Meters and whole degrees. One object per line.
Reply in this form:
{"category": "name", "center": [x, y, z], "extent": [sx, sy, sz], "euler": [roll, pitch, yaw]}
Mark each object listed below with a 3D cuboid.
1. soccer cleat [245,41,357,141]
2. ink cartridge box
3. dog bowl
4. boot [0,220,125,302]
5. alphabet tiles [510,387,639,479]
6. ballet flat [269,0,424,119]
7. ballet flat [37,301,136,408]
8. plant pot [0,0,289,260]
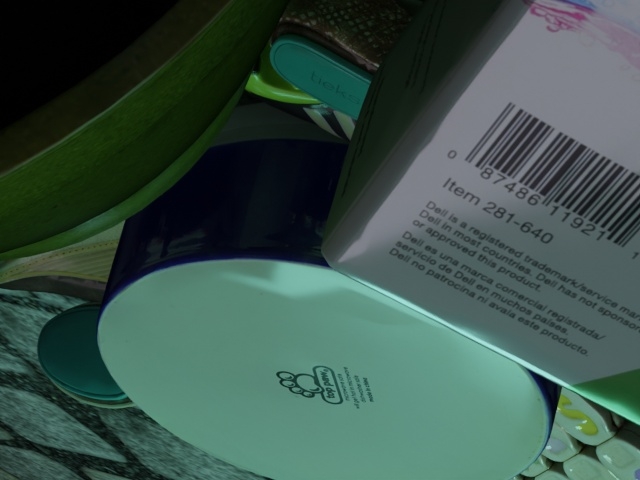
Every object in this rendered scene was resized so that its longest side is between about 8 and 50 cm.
{"category": "soccer cleat", "center": [0.035, -0.068, 0.957], "extent": [0.179, 0.060, 0.072], "euler": [25, 175, 3]}
{"category": "ink cartridge box", "center": [0.156, -0.065, 0.603], "extent": [0.201, 0.117, 0.278], "euler": [27, 134, -10]}
{"category": "dog bowl", "center": [0.011, 0.041, 1.084], "extent": [0.265, 0.104, 0.265], "euler": [11, 147, 7]}
{"category": "boot", "center": [-0.114, 0.035, 1.298], "extent": [0.207, 0.090, 0.248], "euler": [39, 151, -29]}
{"category": "alphabet tiles", "center": [0.152, 0.152, 1.285], "extent": [0.278, 0.021, 0.284], "euler": [42, 158, 1]}
{"category": "ballet flat", "center": [0.075, -0.062, 0.888], "extent": [0.206, 0.067, 0.073], "euler": [34, 154, -2]}
{"category": "ballet flat", "center": [-0.115, 0.090, 1.461], "extent": [0.248, 0.086, 0.086], "euler": [-1, 148, 45]}
{"category": "plant pot", "center": [-0.147, -0.137, 0.626], "extent": [0.366, 0.366, 0.353], "euler": [21, 170, 7]}
